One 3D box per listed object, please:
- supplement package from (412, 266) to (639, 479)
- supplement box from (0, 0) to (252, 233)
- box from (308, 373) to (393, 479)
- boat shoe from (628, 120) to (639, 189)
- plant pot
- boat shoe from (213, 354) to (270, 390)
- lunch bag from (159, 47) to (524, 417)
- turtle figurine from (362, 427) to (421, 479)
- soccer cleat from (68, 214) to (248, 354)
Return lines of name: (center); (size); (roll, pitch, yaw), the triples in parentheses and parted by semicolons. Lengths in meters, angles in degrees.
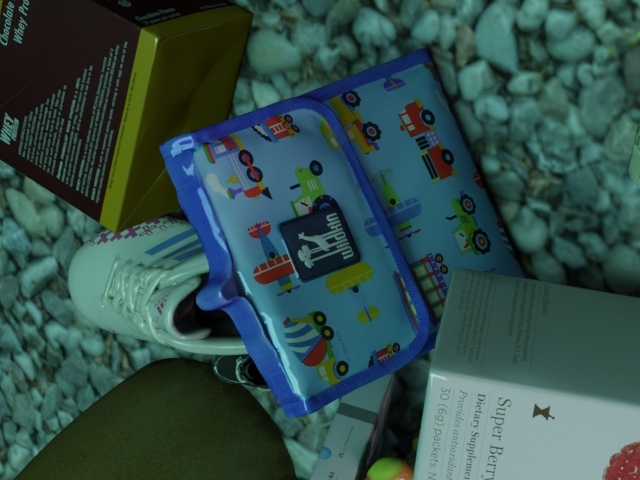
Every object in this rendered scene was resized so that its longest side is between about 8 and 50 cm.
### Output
supplement package: (0.217, 0.152, 1.234); (0.293, 0.175, 0.177); (9, 114, 6)
supplement box: (-0.192, -0.146, 1.546); (0.194, 0.129, 0.191); (30, 121, 26)
box: (0.014, 0.218, 1.451); (0.038, 0.186, 0.145); (14, 139, 9)
boat shoe: (0.342, -0.006, 1.219); (0.302, 0.109, 0.094); (46, 143, 27)
plant pot: (-0.187, 0.258, 1.599); (0.237, 0.254, 0.237); (12, 112, 33)
boat shoe: (-0.054, 0.116, 1.588); (0.125, 0.038, 0.046); (1, 105, 37)
lunch bag: (0.000, 0.000, 1.342); (0.138, 0.293, 0.221); (-24, 90, 40)
turtle figurine: (0.069, 0.255, 1.430); (0.087, 0.269, 0.217); (-4, 128, 17)
soccer cleat: (-0.130, 0.041, 1.553); (0.331, 0.143, 0.116); (-2, 104, 38)
